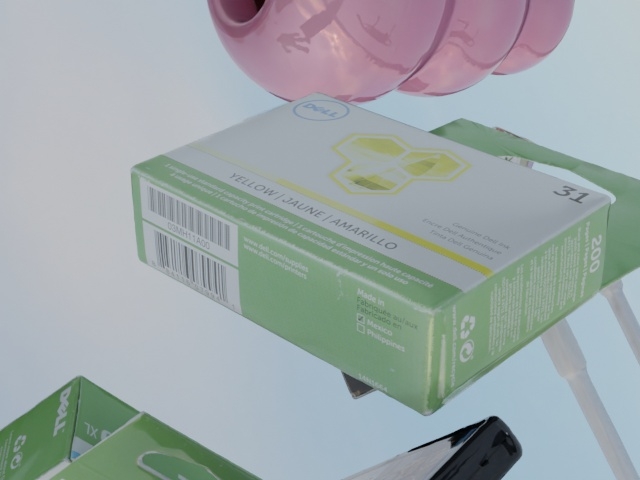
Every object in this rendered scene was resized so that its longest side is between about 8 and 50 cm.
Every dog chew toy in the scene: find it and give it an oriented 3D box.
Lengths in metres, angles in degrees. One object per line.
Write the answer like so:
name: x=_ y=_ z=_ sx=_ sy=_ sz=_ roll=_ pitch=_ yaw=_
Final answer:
dog chew toy: x=0.074 y=-0.206 z=1.111 sx=0.331 sy=0.206 sz=0.207 roll=0 pitch=-118 yaw=-36

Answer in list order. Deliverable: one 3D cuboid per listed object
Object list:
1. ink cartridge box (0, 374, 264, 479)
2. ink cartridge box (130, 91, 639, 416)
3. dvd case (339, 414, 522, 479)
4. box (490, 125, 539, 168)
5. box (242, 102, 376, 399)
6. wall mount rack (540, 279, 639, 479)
ink cartridge box: x=-0.125 y=0.141 z=0.740 sx=0.109 sy=0.209 sz=0.062 roll=37 pitch=-148 yaw=-30
ink cartridge box: x=0.058 y=-0.022 z=0.614 sx=0.235 sy=0.171 sz=0.056 roll=-28 pitch=-50 yaw=-39
dvd case: x=-0.039 y=0.159 z=0.559 sx=0.180 sy=0.253 sz=0.022 roll=-39 pitch=-90 yaw=-33
box: x=0.168 y=0.023 z=1.617 sx=0.063 sy=0.324 sz=0.067 roll=23 pitch=176 yaw=-9
box: x=0.000 y=0.000 z=1.343 sx=0.216 sy=0.060 sz=0.270 roll=-112 pitch=0 yaw=-80
wall mount rack: x=0.266 y=0.139 z=0.835 sx=0.304 sy=0.130 sz=0.350 roll=26 pitch=-163 yaw=12
